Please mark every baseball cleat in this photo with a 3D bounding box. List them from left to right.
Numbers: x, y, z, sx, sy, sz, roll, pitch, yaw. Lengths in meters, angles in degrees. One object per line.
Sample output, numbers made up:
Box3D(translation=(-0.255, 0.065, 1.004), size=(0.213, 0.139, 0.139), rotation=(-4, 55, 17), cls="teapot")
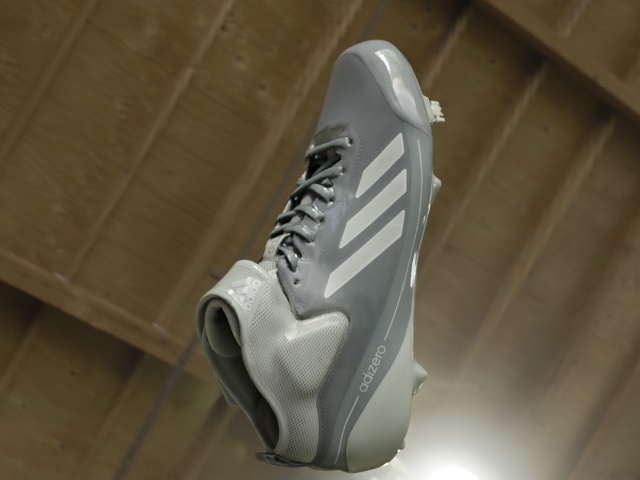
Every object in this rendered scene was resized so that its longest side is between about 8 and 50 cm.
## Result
Box3D(translation=(0.000, 0.000, 0.678), size=(0.109, 0.072, 0.206), rotation=(8, -107, -31), cls="baseball cleat")
